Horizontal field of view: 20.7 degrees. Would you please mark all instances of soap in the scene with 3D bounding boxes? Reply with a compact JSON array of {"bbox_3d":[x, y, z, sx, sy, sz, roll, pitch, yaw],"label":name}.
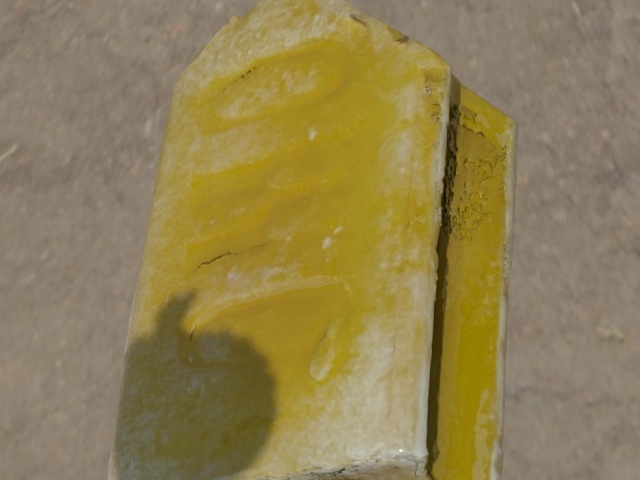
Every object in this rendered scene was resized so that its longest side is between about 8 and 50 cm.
[{"bbox_3d":[0.000,0.000,0.753,0.160,0.257,0.080,-16,144,31],"label":"soap"}]
